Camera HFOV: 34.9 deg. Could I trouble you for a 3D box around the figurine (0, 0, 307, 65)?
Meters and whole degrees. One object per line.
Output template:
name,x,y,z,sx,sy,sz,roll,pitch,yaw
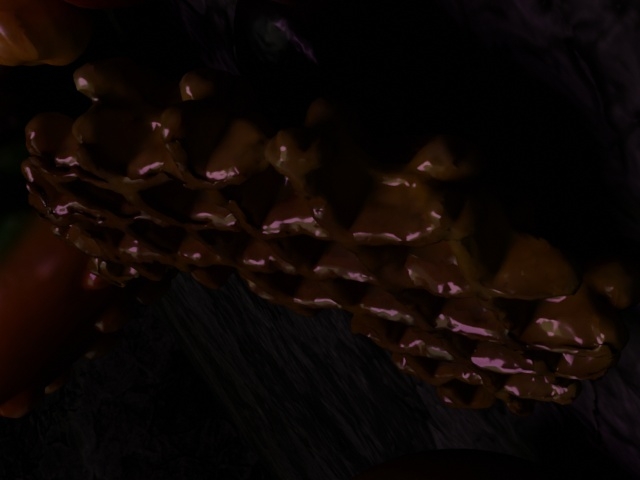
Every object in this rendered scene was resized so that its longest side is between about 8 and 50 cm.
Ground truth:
figurine,-0.088,-0.206,0.293,0.323,0.196,0.320,89,-172,-52

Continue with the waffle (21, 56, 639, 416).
waffle,0.000,0.000,0.485,0.293,0.069,0.260,19,161,-2

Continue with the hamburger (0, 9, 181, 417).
hamburger,-0.261,-0.022,0.896,0.277,0.395,0.396,43,166,-2

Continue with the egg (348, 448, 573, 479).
egg,0.113,0.271,0.592,0.322,0.250,0.250,46,164,18

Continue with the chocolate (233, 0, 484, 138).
chocolate,0.012,-0.071,0.503,0.125,0.080,0.148,48,163,29
